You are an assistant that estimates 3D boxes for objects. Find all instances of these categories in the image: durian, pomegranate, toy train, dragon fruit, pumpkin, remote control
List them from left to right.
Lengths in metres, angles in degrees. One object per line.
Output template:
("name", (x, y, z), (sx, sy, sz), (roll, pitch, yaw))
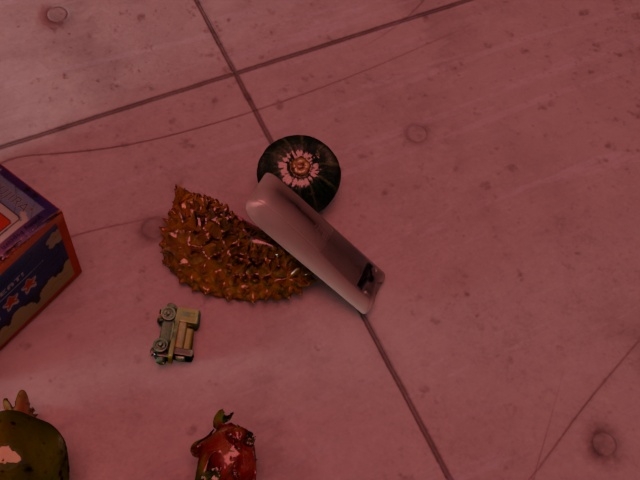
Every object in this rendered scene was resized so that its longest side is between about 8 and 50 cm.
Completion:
("pomegranate", (-0.508, 0.345, 1.497), (0.198, 0.198, 0.246), (-8, 60, -9))
("toy train", (-0.265, 0.173, 1.696), (0.081, 0.050, 0.122), (10, 59, -8))
("dragon fruit", (-0.161, 0.382, 1.535), (0.142, 0.138, 0.175), (31, 40, 14))
("durian", (-0.165, 0.018, 1.752), (0.341, 0.112, 0.191), (25, 60, 6))
("pumpkin", (-0.042, -0.126, 1.834), (0.167, 0.125, 0.167), (1, 62, -2))
("remote control", (0.000, 0.000, 1.728), (0.313, 0.055, 0.109), (41, 46, -14))

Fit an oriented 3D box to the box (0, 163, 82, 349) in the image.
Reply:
("box", (-0.667, 0.008, 1.629), (0.349, 0.257, 0.318), (37, 63, 14))
